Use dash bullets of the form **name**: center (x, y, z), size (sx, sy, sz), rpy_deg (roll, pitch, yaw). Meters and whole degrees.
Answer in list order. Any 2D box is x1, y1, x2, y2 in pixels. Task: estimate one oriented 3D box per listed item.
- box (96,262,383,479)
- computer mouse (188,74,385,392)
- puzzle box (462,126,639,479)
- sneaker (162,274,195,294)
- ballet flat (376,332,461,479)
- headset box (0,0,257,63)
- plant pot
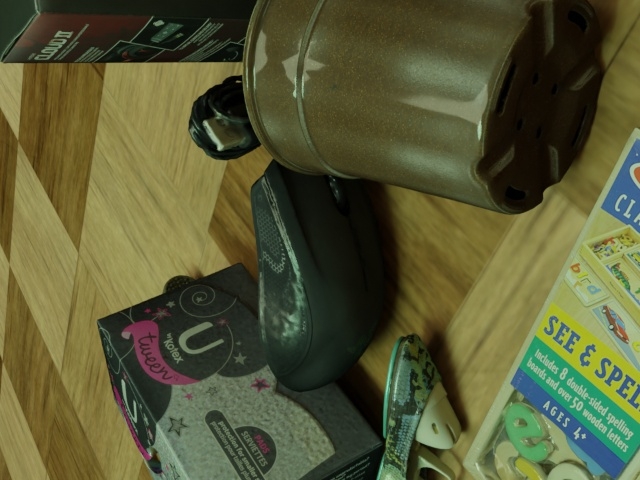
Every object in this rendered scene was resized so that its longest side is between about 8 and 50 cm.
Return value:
- **box**: center (-0.084, 0.166, 0.681), size (0.247, 0.163, 0.142), rpy_deg (47, 147, 35)
- **computer mouse**: center (0.000, 0.000, 0.572), size (0.072, 0.188, 0.272), rpy_deg (6, 113, 34)
- **puzzle box**: center (0.263, 0.157, 0.334), size (0.409, 0.052, 0.272), rpy_deg (44, 130, 38)
- **sneaker**: center (-0.135, 0.131, 0.859), size (0.071, 0.066, 0.188), rpy_deg (105, 144, -55)
- **ballet flat**: center (0.081, 0.164, 0.580), size (0.070, 0.070, 0.188), rpy_deg (30, 123, 46)
- **headset box**: center (-0.132, -0.254, 0.551), size (0.110, 0.293, 0.218), rpy_deg (-11, 89, 54)
- **plant pot**: center (0.067, -0.099, 0.447), size (0.165, 0.167, 0.167), rpy_deg (25, 118, 40)
